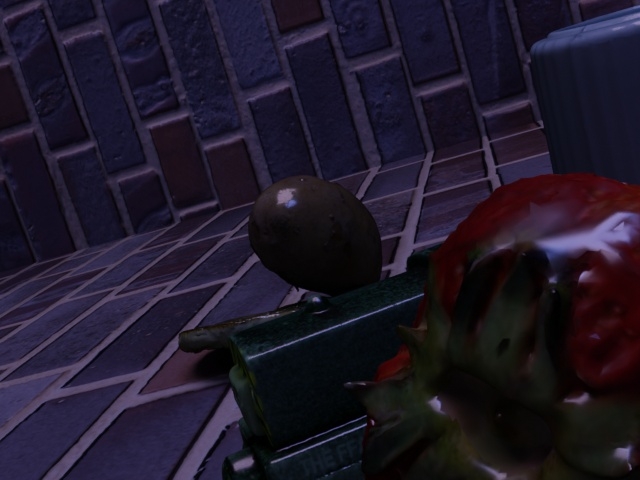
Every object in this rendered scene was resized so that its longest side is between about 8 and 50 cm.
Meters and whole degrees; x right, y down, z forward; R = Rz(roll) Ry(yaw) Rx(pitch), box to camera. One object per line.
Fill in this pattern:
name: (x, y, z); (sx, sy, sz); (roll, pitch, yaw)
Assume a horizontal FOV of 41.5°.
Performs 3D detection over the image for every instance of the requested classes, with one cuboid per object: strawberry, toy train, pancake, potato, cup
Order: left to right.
pancake: (-0.081, 0.116, 1.166); (0.253, 0.037, 0.253); (-15, -3, -1)
potato: (0.000, 0.000, 1.219); (0.164, 0.165, 0.262); (-14, -27, 16)
toy train: (0.066, 0.107, 0.691); (0.330, 0.178, 0.138); (-19, 11, -14)
strawberry: (0.171, 0.088, 0.493); (0.257, 0.258, 0.276); (-8, 1, 42)
cup: (0.360, -0.059, 0.705); (0.331, 0.311, 0.257); (-16, 11, 4)
